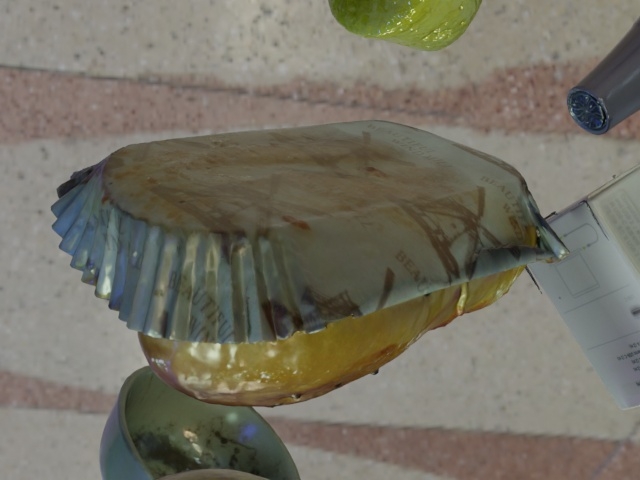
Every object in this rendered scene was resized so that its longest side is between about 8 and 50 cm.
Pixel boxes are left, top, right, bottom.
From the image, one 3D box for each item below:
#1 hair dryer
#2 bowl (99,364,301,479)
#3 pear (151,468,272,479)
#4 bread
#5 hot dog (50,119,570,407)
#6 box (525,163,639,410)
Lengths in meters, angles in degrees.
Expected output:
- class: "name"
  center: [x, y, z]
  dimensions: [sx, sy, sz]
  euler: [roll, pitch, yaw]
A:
- class: "hair dryer"
  center: [0.354, -0.324, 1.455]
  dimensions: [0.301, 0.121, 0.361]
  euler: [-36, 117, -24]
- class: "bowl"
  center: [-0.177, 0.312, 1.701]
  dimensions: [0.289, 0.289, 0.146]
  euler: [25, 117, -34]
- class: "pear"
  center: [-0.099, 0.317, 1.082]
  dimensions: [0.283, 0.284, 0.284]
  euler: [-4, 142, -3]
- class: "bread"
  center: [0.079, -0.227, 1.169]
  dimensions: [0.129, 0.111, 0.114]
  euler: [-25, 157, 39]
- class: "hot dog"
  center: [0.000, 0.000, 0.609]
  dimensions: [0.270, 0.162, 0.082]
  euler: [-14, 127, -50]
- class: "box"
  center: [0.357, 0.059, 1.512]
  dimensions: [0.106, 0.252, 0.203]
  euler: [-30, 175, -22]
